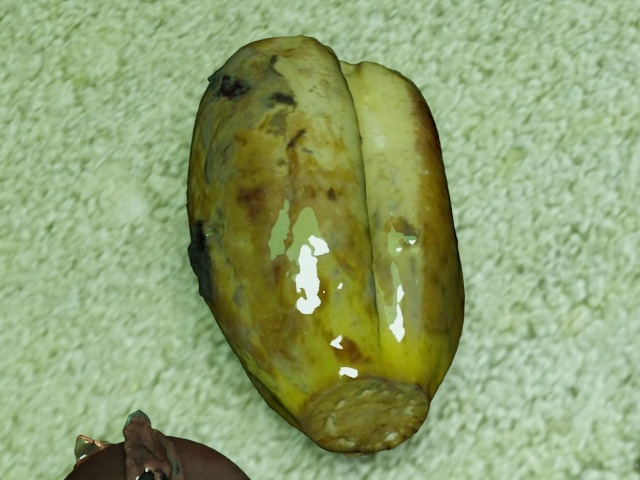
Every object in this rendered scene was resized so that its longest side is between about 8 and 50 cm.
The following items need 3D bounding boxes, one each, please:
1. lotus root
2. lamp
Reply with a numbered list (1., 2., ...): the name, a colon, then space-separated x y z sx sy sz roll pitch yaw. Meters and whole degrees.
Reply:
1. lotus root: 0.002 -0.005 0.844 0.193 0.193 0.291 -8 61 3
2. lamp: -0.099 0.212 0.746 0.151 0.223 0.215 -12 94 8
